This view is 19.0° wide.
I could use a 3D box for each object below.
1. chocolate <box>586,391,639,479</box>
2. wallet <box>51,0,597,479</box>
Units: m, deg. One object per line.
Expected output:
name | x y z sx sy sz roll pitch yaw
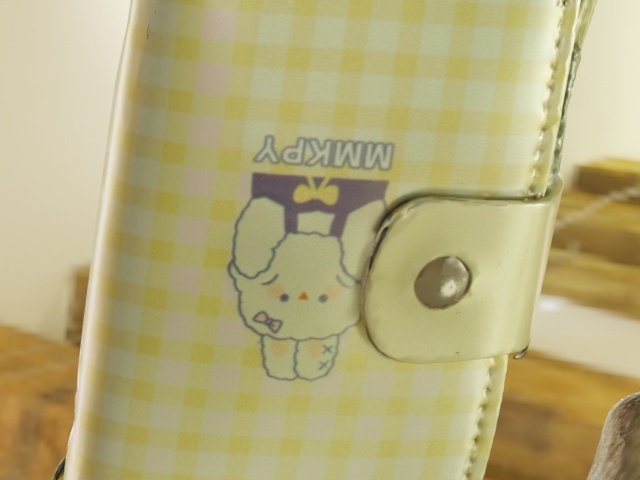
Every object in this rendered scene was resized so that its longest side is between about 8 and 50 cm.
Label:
chocolate | 0.202 0.194 1.094 0.185 0.100 0.303 -6 -140 38
wallet | 0.000 0.000 0.873 0.223 0.310 0.077 5 -153 -13
